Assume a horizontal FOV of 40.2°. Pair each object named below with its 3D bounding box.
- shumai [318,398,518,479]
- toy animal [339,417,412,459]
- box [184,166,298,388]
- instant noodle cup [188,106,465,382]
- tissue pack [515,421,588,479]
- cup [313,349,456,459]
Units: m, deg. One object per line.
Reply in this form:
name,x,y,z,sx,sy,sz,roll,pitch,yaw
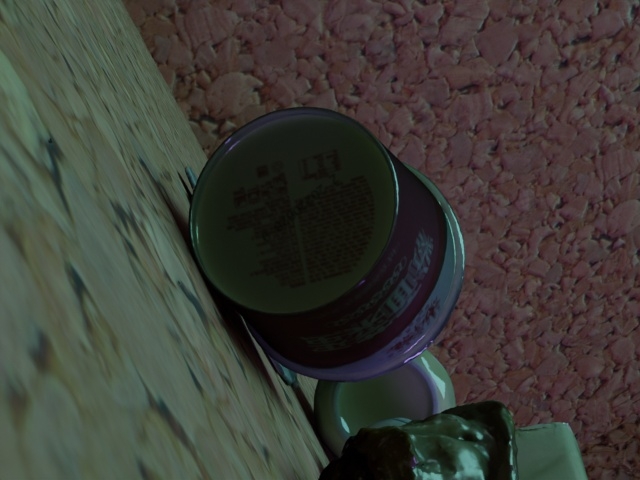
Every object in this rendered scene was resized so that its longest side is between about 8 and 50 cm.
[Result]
shumai,0.055,0.194,0.612,0.120,0.201,0.201,21,0,-4
toy animal,0.096,0.259,0.865,0.166,0.138,0.179,38,-23,40
box,-0.011,-0.001,1.038,0.262,0.206,0.291,71,-6,-71
instant noodle cup,0.000,0.000,0.776,0.234,0.235,0.178,61,7,23
tissue pack,0.300,0.488,1.187,0.380,0.207,0.297,-91,169,-55
cup,0.108,0.182,1.124,0.173,0.255,0.202,42,-7,9
